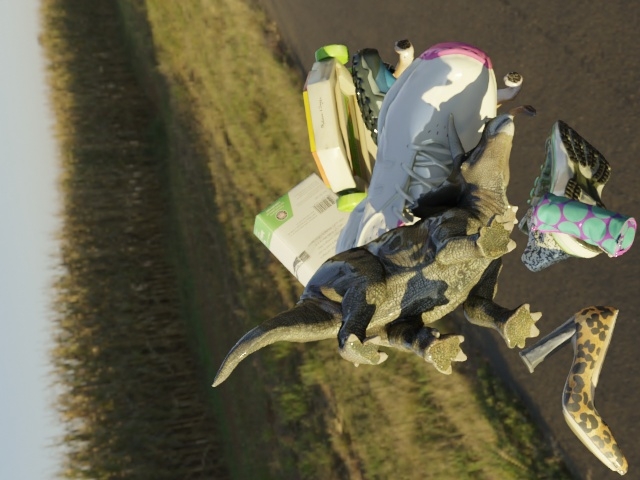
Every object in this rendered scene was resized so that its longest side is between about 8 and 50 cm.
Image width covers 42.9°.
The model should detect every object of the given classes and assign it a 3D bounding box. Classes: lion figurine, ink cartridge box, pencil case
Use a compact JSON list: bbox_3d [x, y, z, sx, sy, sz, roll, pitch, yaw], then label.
[{"bbox_3d":[0.216,-0.259,1.609,0.142,0.392,0.240,-57,-14,-27],"label":"lion figurine"},{"bbox_3d":[0.000,0.000,1.606,0.219,0.160,0.092,47,156,12],"label":"ink cartridge box"},{"bbox_3d":[0.422,-0.026,1.310,0.152,0.064,0.070,23,99,33],"label":"pencil case"}]

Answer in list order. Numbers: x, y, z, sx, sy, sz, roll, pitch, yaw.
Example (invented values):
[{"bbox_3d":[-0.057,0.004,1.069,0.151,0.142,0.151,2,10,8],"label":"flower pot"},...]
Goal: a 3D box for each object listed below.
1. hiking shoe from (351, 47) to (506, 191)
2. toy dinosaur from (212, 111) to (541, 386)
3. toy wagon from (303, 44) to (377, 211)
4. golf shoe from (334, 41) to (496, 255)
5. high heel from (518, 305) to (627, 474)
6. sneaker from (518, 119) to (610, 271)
[{"bbox_3d":[0.154,-0.173,1.259,0.304,0.132,0.113,61,175,5],"label":"hiking shoe"},{"bbox_3d":[0.063,0.035,0.631,0.121,0.314,0.160,55,174,-21],"label":"toy dinosaur"},{"bbox_3d":[0.063,-0.170,1.401,0.344,0.068,0.267,18,-117,-70],"label":"toy wagon"},{"bbox_3d":[0.094,-0.032,0.764,0.140,0.115,0.306,-87,10,-50],"label":"golf shoe"},{"bbox_3d":[0.485,0.242,1.372,0.261,0.186,0.093,57,-178,24],"label":"high heel"},{"bbox_3d":[0.464,-0.092,1.635,0.182,0.158,0.410,-39,18,39],"label":"sneaker"}]
